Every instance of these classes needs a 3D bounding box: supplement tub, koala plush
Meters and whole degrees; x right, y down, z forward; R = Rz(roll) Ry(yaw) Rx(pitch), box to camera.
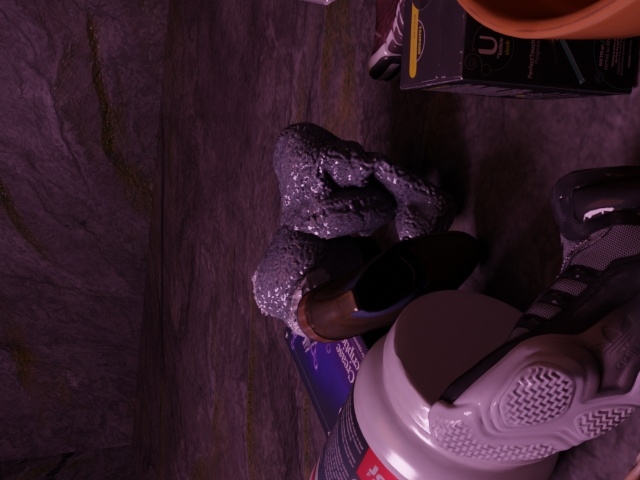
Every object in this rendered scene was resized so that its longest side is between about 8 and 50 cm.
[{"bbox_3d":[0.106,0.200,0.697,0.191,0.191,0.272,-114,32,-42],"label":"supplement tub"},{"bbox_3d":[0.000,0.000,0.838,0.221,0.203,0.196,-62,23,-2],"label":"koala plush"}]

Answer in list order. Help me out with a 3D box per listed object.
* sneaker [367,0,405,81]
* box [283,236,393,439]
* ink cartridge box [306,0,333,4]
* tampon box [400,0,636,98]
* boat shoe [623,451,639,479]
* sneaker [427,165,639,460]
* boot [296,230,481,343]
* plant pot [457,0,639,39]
[{"bbox_3d":[0.118,-0.291,0.765,0.281,0.106,0.162,150,119,-65],"label":"sneaker"},{"bbox_3d":[0.049,0.144,0.948,0.261,0.103,0.184,-120,34,-48],"label":"box"},{"bbox_3d":[0.057,-0.342,0.785,0.060,0.239,0.275,64,174,-26],"label":"ink cartridge box"},{"bbox_3d":[0.159,-0.180,0.592,0.101,0.161,0.120,-161,73,-68],"label":"tampon box"},{"bbox_3d":[0.226,0.232,0.497,0.121,0.110,0.341,-128,46,-59],"label":"boat shoe"},{"bbox_3d":[0.186,0.045,0.530,0.268,0.101,0.153,-35,37,17],"label":"sneaker"},{"bbox_3d":[0.091,0.037,0.701,0.082,0.219,0.106,64,155,4],"label":"boot"},{"bbox_3d":[0.217,-0.253,0.402,0.291,0.203,0.290,179,90,-68],"label":"plant pot"}]
